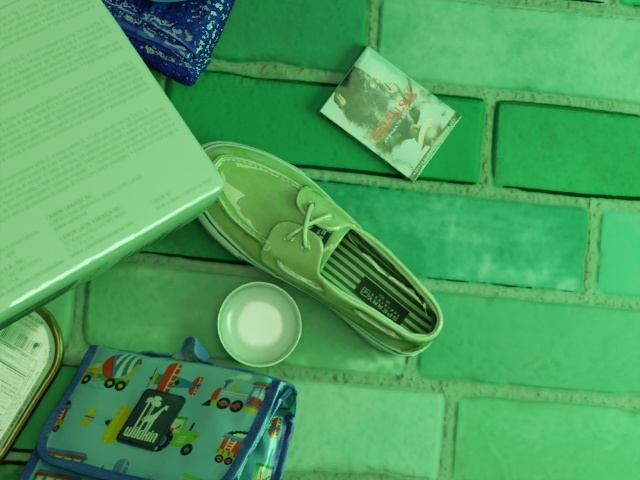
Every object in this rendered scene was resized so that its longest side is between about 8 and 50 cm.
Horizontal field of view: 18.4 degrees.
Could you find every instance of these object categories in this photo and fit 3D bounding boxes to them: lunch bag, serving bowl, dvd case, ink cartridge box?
[{"bbox_3d":[-0.154,0.228,1.825,0.221,0.138,0.293,6,63,30],"label":"lunch bag"},{"bbox_3d":[-0.061,0.083,1.941,0.083,0.027,0.083,1,84,-8],"label":"serving bowl"},{"bbox_3d":[0.070,-0.127,1.990,0.119,0.013,0.087,38,80,-5],"label":"dvd case"},{"bbox_3d":[-0.308,-0.129,1.778,0.308,0.091,0.385,-32,85,-42],"label":"ink cartridge box"}]

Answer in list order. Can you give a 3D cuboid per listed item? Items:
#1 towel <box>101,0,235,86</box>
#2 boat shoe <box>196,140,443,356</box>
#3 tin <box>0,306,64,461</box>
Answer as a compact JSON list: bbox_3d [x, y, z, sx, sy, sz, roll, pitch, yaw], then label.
[{"bbox_3d":[-0.215,-0.309,1.931,0.308,0.076,0.228,24,82,-6],"label":"towel"},{"bbox_3d":[0.000,0.000,1.920,0.302,0.094,0.109,35,73,-6],"label":"boat shoe"},{"bbox_3d":[-0.321,0.139,1.892,0.106,0.040,0.190,31,81,-1],"label":"tin"}]
